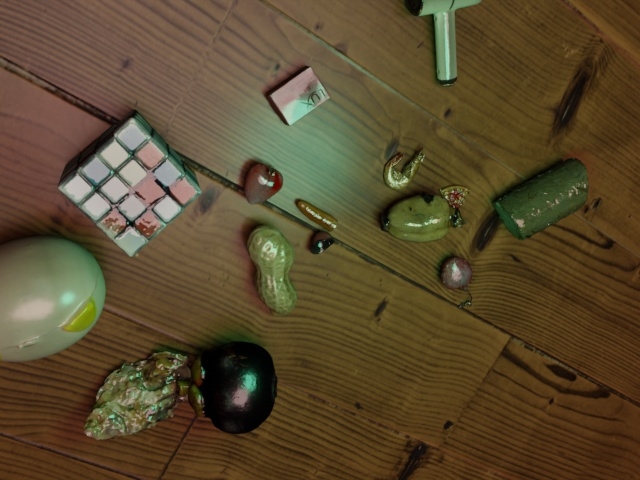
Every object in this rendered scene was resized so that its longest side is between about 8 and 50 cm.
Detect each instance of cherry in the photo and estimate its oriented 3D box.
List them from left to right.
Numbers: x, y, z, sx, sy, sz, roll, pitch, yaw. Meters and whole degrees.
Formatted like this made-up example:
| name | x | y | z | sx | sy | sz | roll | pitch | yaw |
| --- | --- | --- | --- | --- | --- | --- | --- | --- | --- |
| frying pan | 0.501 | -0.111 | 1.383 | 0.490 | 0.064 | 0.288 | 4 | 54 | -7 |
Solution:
| name | x | y | z | sx | sy | sz | roll | pitch | yaw |
| --- | --- | --- | --- | --- | --- | --- | --- | --- | --- |
| cherry | -0.169 | -0.169 | 1.856 | 0.126 | 0.087 | 0.106 | -32 | 121 | 15 |
| cherry | 0.452 | 0.146 | 2.140 | 0.107 | 0.090 | 0.226 | -27 | 122 | -19 |

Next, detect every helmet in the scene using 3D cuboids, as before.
| name | x | y | z | sx | sy | sz | roll | pitch | yaw |
| --- | --- | --- | --- | --- | --- | --- | --- | --- | --- |
| helmet | -0.001 | 0.000 | 1.978 | 0.084 | 0.049 | 0.065 | -36 | 150 | 25 |

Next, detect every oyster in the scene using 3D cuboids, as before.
| name | x | y | z | sx | sy | sz | roll | pitch | yaw |
| --- | --- | --- | --- | --- | --- | --- | --- | --- | --- |
| oyster | -0.537 | 0.478 | 1.932 | 0.351 | 0.114 | 0.238 | -27 | 114 | -24 |

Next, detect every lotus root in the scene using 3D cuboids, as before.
| name | x | y | z | sx | sy | sz | roll | pitch | yaw |
| --- | --- | --- | --- | --- | --- | --- | --- | --- | --- |
| lotus root | 0.312 | -0.071 | 2.000 | 0.256 | 0.140 | 0.155 | -3 | 121 | -5 |

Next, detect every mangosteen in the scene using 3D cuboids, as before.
| name | x | y | z | sx | sy | sz | roll | pitch | yaw |
| --- | --- | --- | --- | --- | --- | --- | --- | --- | --- |
| mangosteen | -0.279 | 0.436 | 1.928 | 0.302 | 0.275 | 0.275 | 1 | 107 | -3 |

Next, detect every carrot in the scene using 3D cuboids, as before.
| name | x | y | z | sx | sy | sz | roll | pitch | yaw |
| --- | --- | --- | --- | --- | --- | --- | --- | --- | --- |
| carrot | -0.016 | -0.077 | 1.954 | 0.139 | 0.048 | 0.048 | 30 | 97 | -20 |

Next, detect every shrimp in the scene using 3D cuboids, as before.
| name | x | y | z | sx | sy | sz | roll | pitch | yaw |
| --- | --- | --- | --- | --- | --- | --- | --- | --- | --- |
| shrimp | 0.255 | -0.230 | 1.992 | 0.095 | 0.045 | 0.162 | 32 | 102 | -2 |

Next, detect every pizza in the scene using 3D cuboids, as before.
| name | x | y | z | sx | sy | sz | roll | pitch | yaw |
| --- | --- | --- | --- | --- | --- | --- | --- | --- | --- |
| pizza | 0.440 | -0.141 | 2.072 | 0.099 | 0.029 | 0.100 | -31 | 113 | -6 |

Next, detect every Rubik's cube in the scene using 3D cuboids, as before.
| name | x | y | z | sx | sy | sz | roll | pitch | yaw |
| --- | --- | --- | --- | --- | --- | --- | --- | --- | --- |
| Rubik's cube | -0.487 | -0.157 | 1.673 | 0.253 | 0.259 | 0.256 | -42 | 114 | -2 |

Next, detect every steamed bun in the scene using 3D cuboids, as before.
| name | x | y | z | sx | sy | sz | roll | pitch | yaw |
| --- | --- | --- | --- | --- | --- | --- | --- | --- | --- |
| steamed bun | -0.744 | 0.148 | 1.657 | 0.373 | 0.334 | 0.334 | -21 | 112 | -6 |

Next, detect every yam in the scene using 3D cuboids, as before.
| name | x | y | z | sx | sy | sz | roll | pitch | yaw |
| --- | --- | --- | --- | --- | --- | --- | --- | --- | --- |
| yam | 0.720 | -0.130 | 2.086 | 0.304 | 0.168 | 0.168 | -28 | 112 | -5 |

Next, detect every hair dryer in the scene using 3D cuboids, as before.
| name | x | y | z | sx | sy | sz | roll | pitch | yaw |
| --- | --- | --- | --- | --- | --- | --- | --- | --- | --- |
| hair dryer | 0.362 | -0.605 | 1.867 | 0.203 | 0.128 | 0.362 | -16 | 118 | -12 |

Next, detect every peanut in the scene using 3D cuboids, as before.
| name | x | y | z | sx | sy | sz | roll | pitch | yaw |
| --- | --- | --- | --- | --- | --- | --- | --- | --- | --- |
| peanut | -0.137 | 0.092 | 1.931 | 0.136 | 0.120 | 0.299 | -11 | 112 | -8 |

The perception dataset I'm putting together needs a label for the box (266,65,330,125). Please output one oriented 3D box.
| name | x | y | z | sx | sy | sz | roll | pitch | yaw |
| --- | --- | --- | --- | --- | --- | --- | --- | --- | --- |
| box | -0.064 | -0.407 | 1.827 | 0.156 | 0.060 | 0.111 | -36 | 114 | -2 |
